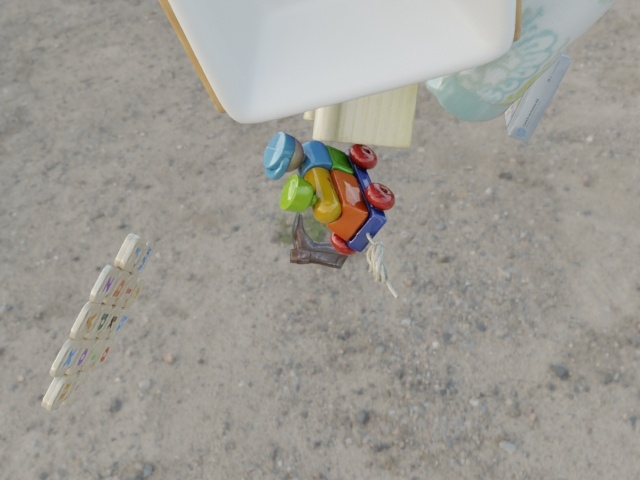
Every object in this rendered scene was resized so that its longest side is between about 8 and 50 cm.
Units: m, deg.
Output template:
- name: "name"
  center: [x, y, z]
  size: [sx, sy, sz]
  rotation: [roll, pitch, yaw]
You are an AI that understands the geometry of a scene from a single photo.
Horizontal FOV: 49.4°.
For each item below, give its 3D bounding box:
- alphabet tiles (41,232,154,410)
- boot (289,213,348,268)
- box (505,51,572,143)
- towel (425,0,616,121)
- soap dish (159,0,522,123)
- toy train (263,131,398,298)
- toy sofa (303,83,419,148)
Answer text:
- name: "alphabet tiles"
  center: [-0.339, 0.123, 1.074]
  size: [0.021, 0.278, 0.284]
  rotation: [25, 82, 0]
- name: "boot"
  center: [0.000, 0.000, 1.366]
  size: [0.114, 0.107, 0.037]
  rotation: [5, 3, -11]
- name: "box"
  center: [0.359, -0.256, 1.164]
  size: [0.038, 0.145, 0.186]
  rotation: [24, 27, 3]
- name: "towel"
  center: [0.262, -0.280, 0.642]
  size: [0.090, 0.320, 0.374]
  rotation: [42, 36, 1]
- name: "soap dish"
  center: [-0.002, -0.213, 0.405]
  size: [0.228, 0.291, 0.118]
  rotation: [-13, 57, 7]
- name: "toy train"
  center: [0.013, -0.038, 0.877]
  size: [0.143, 0.105, 0.248]
  rotation: [18, 35, -29]
- name: "toy sofa"
  center: [0.019, -0.222, 0.951]
  size: [0.177, 0.150, 0.362]
  rotation: [6, 13, -5]
